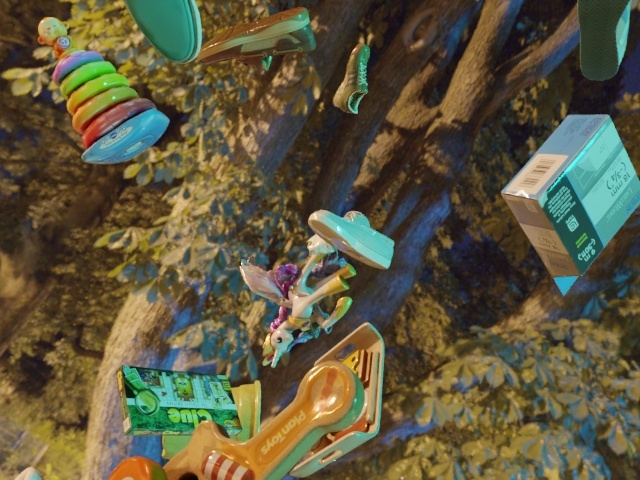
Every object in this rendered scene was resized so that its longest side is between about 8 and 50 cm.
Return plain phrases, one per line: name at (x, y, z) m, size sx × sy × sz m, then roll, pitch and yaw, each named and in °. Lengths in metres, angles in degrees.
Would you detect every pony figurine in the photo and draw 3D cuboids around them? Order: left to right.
pony figurine at (-0.067, 0.170, 1.615) m, size 0.363 × 0.351 × 0.302 m, roll -43°, pitch -56°, yaw 17°

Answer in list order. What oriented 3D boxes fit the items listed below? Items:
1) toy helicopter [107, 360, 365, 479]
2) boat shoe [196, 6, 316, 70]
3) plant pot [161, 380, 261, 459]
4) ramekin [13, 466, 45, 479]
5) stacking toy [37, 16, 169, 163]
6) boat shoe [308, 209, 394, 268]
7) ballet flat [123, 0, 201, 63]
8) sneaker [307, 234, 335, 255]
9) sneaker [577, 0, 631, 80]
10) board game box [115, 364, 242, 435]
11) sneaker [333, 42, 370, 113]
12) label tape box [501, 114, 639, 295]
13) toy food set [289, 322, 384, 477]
toy helicopter at (-0.078, 0.294, 0.639) m, size 0.235 × 0.355 × 0.140 m, roll 44°, pitch -3°, yaw 45°
boat shoe at (-0.170, -0.498, 1.390) m, size 0.341 × 0.123 × 0.123 m, roll -9°, pitch -53°, yaw 23°
plant pot at (-0.314, 0.537, 1.528) m, size 0.253 × 0.276 × 0.276 m, roll 6°, pitch -27°, yaw -10°
ramekin at (-0.407, 0.450, 0.670) m, size 0.135 × 0.277 × 0.277 m, roll 39°, pitch -30°, yaw -14°
stacking toy at (-0.456, -0.310, 1.053) m, size 0.302 × 0.175 × 0.166 m, roll 57°, pitch 0°, yaw -6°
boat shoe at (0.058, -0.013, 0.872) m, size 0.184 × 0.063 × 0.066 m, roll 29°, pitch -16°, yaw -31°
ballet flat at (-0.333, -0.531, 0.981) m, size 0.139 × 0.139 × 0.400 m, roll 3°, pitch -43°, yaw 39°
sneaker at (0.000, 0.000, 1.226) m, size 0.061 × 0.152 × 0.054 m, roll -18°, pitch -82°, yaw 7°
sneaker at (0.509, -0.410, 0.951) m, size 0.087 × 0.092 × 0.229 m, roll 12°, pitch -41°, yaw 27°
board game box at (-0.280, 0.327, 1.073) m, size 0.030 × 0.136 × 0.259 m, roll -43°, pitch -40°, yaw 24°
sneaker at (0.109, -0.449, 1.505) m, size 0.086 × 0.064 × 0.192 m, roll 43°, pitch -58°, yaw 31°
label tape box at (0.556, -0.059, 1.119) m, size 0.334 × 0.241 × 0.106 m, roll 48°, pitch -12°, yaw -26°
toy food set at (0.032, 0.343, 1.171) m, size 0.092 × 0.306 × 0.220 m, roll 35°, pitch -56°, yaw -15°
